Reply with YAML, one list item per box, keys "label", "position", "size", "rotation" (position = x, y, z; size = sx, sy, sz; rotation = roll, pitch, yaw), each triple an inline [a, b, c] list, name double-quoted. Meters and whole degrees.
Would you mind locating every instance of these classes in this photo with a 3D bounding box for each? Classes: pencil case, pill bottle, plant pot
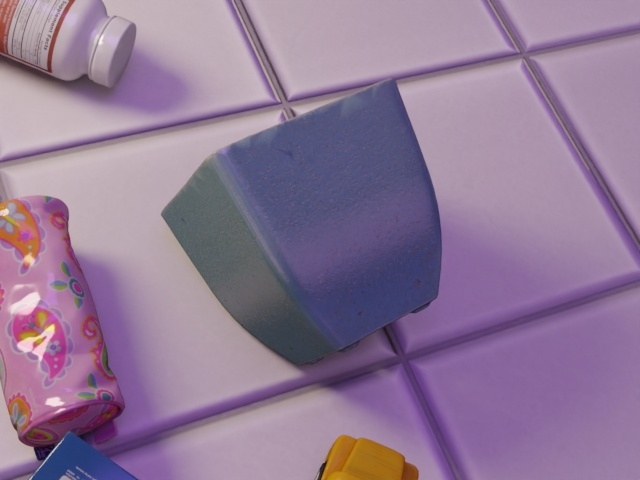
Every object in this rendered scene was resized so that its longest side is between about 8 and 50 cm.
- label: "pencil case"
  position: [-0.306, 0.090, 1.169]
  size: [0.124, 0.124, 0.284]
  rotation: [-14, 65, -21]
- label: "pill bottle"
  position: [-0.357, -0.283, 1.368]
  size: [0.216, 0.121, 0.121]
  rotation: [23, 58, -1]
- label: "plant pot"
  position: [0.000, 0.000, 1.228]
  size: [0.247, 0.248, 0.252]
  rotation: [-27, 87, -25]

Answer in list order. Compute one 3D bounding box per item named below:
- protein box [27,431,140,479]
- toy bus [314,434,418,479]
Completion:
- label: "protein box"
  position: [-0.233, 0.340, 1.025]
  size: [0.200, 0.136, 0.201]
  rotation: [33, 58, 6]
- label: "toy bus"
  position: [0.012, 0.357, 1.077]
  size: [0.108, 0.130, 0.333]
  rotation: [24, 58, 1]
